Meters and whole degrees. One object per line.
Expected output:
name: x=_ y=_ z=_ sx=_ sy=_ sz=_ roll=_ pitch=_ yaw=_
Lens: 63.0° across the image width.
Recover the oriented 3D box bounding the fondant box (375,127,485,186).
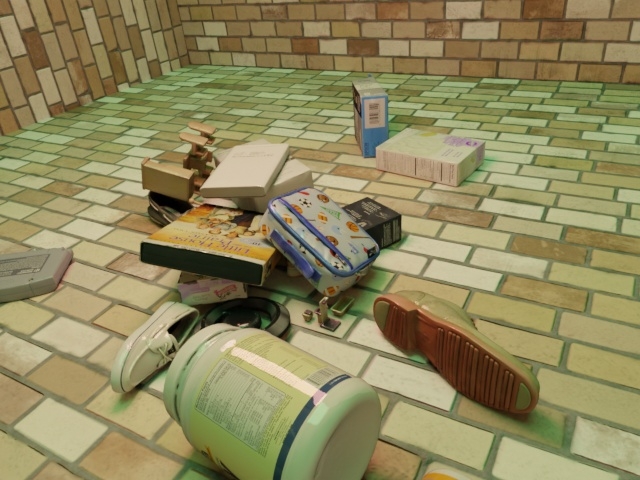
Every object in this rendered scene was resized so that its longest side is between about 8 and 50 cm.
fondant box: x=0.406 y=-0.316 z=1.931 sx=0.330 sy=0.096 sz=0.238 roll=19 pitch=39 yaw=33

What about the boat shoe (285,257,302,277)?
boat shoe: x=-0.064 y=0.036 z=1.468 sx=0.063 sy=0.059 sz=0.170 roll=-4 pitch=32 yaw=3

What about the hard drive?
hard drive: x=-0.230 y=-0.226 z=1.655 sx=0.203 sy=0.040 sz=0.307 roll=0 pitch=34 yaw=13

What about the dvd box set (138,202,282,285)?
dvd box set: x=-0.249 y=-0.006 z=1.410 sx=0.308 sy=0.062 sz=0.420 roll=10 pitch=18 yaw=6

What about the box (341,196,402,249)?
box: x=0.128 y=-0.041 z=1.530 sx=0.158 sy=0.093 sz=0.156 roll=-23 pitch=35 yaw=-27

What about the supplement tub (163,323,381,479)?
supplement tub: x=-0.086 y=0.291 z=0.890 sx=0.325 sy=0.235 sz=0.235 roll=18 pitch=39 yaw=34

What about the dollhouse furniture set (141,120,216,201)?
dollhouse furniture set: x=-0.472 y=-0.260 z=1.756 sx=0.161 sy=0.212 sz=0.242 roll=17 pitch=42 yaw=2

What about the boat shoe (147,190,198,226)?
boat shoe: x=-0.461 y=-0.085 z=1.697 sx=0.335 sy=0.095 sz=0.112 roll=21 pitch=40 yaw=37

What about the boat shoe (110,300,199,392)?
boat shoe: x=-0.361 y=0.236 z=1.169 sx=0.088 sy=0.096 sz=0.267 roll=5 pitch=28 yaw=16

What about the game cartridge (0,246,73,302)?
game cartridge: x=-0.890 y=0.103 z=1.507 sx=0.295 sy=0.060 sz=0.196 roll=-7 pitch=28 yaw=-2

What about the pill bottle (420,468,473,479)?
pill bottle: x=0.128 y=0.448 z=0.677 sx=0.152 sy=0.152 sz=0.272 roll=22 pitch=41 yaw=37

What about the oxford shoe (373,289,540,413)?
oxford shoe: x=0.290 y=0.198 z=1.078 sx=0.147 sy=0.140 sz=0.397 roll=-19 pitch=35 yaw=-33

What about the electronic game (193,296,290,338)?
electronic game: x=-0.185 y=0.199 z=1.234 sx=0.230 sy=0.048 sz=0.229 roll=-5 pitch=23 yaw=2

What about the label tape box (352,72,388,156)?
label tape box: x=0.194 y=-0.525 z=2.156 sx=0.115 sy=0.249 sz=0.347 roll=-8 pitch=32 yaw=-4

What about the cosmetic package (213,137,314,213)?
cosmetic package: x=-0.198 y=-0.207 z=1.794 sx=0.217 sy=0.156 sz=0.385 roll=-24 pitch=37 yaw=-22

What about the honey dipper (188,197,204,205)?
honey dipper: x=-0.350 y=-0.101 z=1.694 sx=0.161 sy=0.030 sz=0.030 roll=19 pitch=26 yaw=-19

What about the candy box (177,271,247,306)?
candy box: x=-0.276 y=0.093 z=1.369 sx=0.165 sy=0.070 sz=0.196 roll=-8 pitch=20 yaw=-5

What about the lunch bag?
lunch bag: x=0.000 y=0.000 z=1.344 sx=0.303 sy=0.115 sz=0.243 roll=43 pitch=34 yaw=16

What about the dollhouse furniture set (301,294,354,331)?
dollhouse furniture set: x=0.021 y=0.143 z=1.259 sx=0.091 sy=0.081 sz=0.114 roll=16 pitch=38 yaw=31
